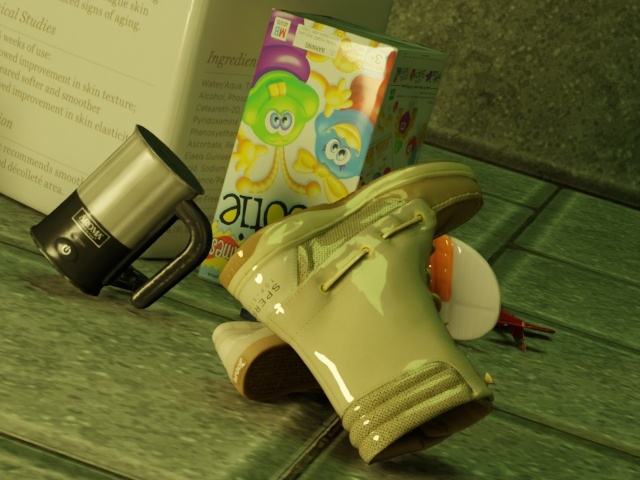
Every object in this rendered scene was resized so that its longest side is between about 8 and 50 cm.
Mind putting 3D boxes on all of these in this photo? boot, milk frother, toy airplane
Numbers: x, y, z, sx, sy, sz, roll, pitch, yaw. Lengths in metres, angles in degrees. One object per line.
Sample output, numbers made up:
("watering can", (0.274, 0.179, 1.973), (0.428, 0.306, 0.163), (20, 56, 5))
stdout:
("boot", (0.074, 0.052, 1.372), (0.262, 0.095, 0.203), (-21, 66, -43))
("milk frother", (-0.164, -0.018, 1.571), (0.129, 0.134, 0.143), (46, 7, -13))
("toy airplane", (0.194, 0.084, 1.906), (0.151, 0.028, 0.151), (14, 10, -3))

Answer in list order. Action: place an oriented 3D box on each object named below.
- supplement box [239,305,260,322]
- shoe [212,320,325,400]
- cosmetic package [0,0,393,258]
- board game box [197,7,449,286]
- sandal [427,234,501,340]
("supplement box", (-0.021, 0.039, 1.640), (0.056, 0.083, 0.083), (22, 11, 28))
("shoe", (0.007, 0.090, 1.430), (0.219, 0.077, 0.058), (5, 20, -42))
("cosmetic package", (-0.157, -0.218, 1.907), (0.329, 0.394, 0.327), (24, 16, 35))
("board game box", (0.003, -0.075, 1.750), (0.142, 0.275, 0.144), (20, 11, 23))
("sandal", (0.079, 0.023, 1.848), (0.265, 0.102, 0.076), (19, 13, 27))
